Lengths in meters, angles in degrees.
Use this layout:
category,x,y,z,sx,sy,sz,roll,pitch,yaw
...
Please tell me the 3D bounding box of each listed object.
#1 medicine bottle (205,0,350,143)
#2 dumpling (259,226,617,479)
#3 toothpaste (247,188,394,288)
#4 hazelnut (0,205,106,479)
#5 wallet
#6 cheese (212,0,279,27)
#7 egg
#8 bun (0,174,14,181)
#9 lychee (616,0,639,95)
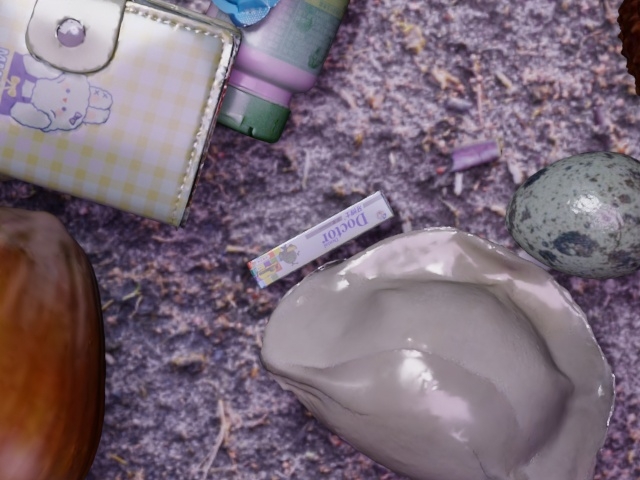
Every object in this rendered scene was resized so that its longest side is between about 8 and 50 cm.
category,x,y,z,sx,sy,sz,roll,pitch,yaw
medicine bottle,-0.041,-0.241,1.744,0.133,0.133,0.274,24,93,-2
dumpling,0.131,0.121,1.768,0.341,0.181,0.260,21,72,26
toothpaste,0.000,0.000,1.809,0.164,0.046,0.034,-29,91,2
hazelnut,-0.353,0.135,1.668,0.315,0.372,0.372,32,94,9
wallet,-0.247,-0.152,1.641,0.310,0.077,0.223,18,99,-7
cheese,-0.067,-0.330,1.677,0.106,0.037,0.256,-7,75,24
egg,0.276,-0.026,1.766,0.172,0.132,0.132,-1,95,10
bun,-0.317,-0.194,1.738,0.259,0.152,0.259,0,95,2
lychee,0.424,-0.213,1.686,0.276,0.276,0.304,-42,120,3
